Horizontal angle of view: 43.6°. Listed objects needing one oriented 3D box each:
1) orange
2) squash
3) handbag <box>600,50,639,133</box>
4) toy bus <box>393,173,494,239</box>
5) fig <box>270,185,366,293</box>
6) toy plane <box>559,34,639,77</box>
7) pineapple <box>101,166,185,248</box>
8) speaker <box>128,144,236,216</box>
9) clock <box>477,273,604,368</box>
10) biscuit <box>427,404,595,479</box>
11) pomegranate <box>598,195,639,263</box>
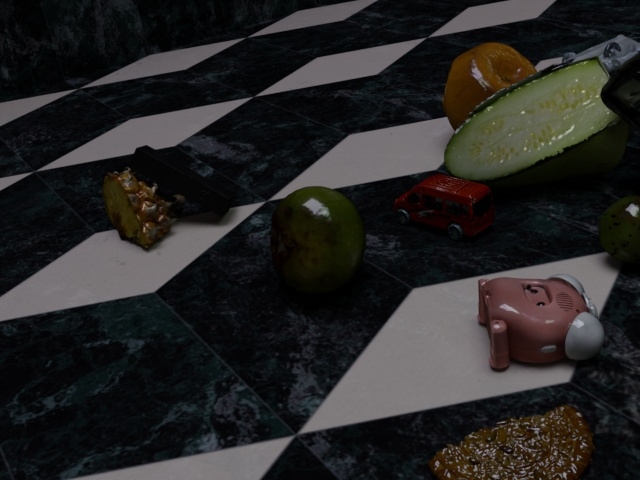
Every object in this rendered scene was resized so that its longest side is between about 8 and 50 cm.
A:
[{"bbox_3d":[0.379,-0.303,1.775,0.248,0.183,0.249,14,54,-21],"label":"orange"},{"bbox_3d":[0.401,-0.216,1.568,0.308,0.210,0.234,-5,49,-3],"label":"squash"},{"bbox_3d":[0.708,-0.247,1.438,0.325,0.327,0.162,-38,-4,-38],"label":"handbag"},{"bbox_3d":[0.224,-0.070,1.489,0.081,0.089,0.195,-31,34,-35],"label":"toy bus"},{"bbox_3d":[0.000,0.000,1.355,0.180,0.181,0.191,10,12,33],"label":"fig"},{"bbox_3d":[0.694,-0.426,1.962,0.266,0.123,0.267,-17,11,3],"label":"toy plane"},{"bbox_3d":[-0.362,-0.095,1.678,0.164,0.140,0.249,-19,26,-19],"label":"pineapple"},{"bbox_3d":[-0.285,-0.124,1.662,0.218,0.044,0.082,29,12,-2],"label":"speaker"},{"bbox_3d":[0.313,0.104,1.141,0.162,0.093,0.166,-4,28,4],"label":"clock"},{"bbox_3d":[0.240,0.257,0.947,0.206,0.025,0.126,-18,29,-14],"label":"biscuit"},{"bbox_3d":[0.504,-0.017,1.300,0.114,0.115,0.142,-12,3,-4],"label":"pomegranate"}]
